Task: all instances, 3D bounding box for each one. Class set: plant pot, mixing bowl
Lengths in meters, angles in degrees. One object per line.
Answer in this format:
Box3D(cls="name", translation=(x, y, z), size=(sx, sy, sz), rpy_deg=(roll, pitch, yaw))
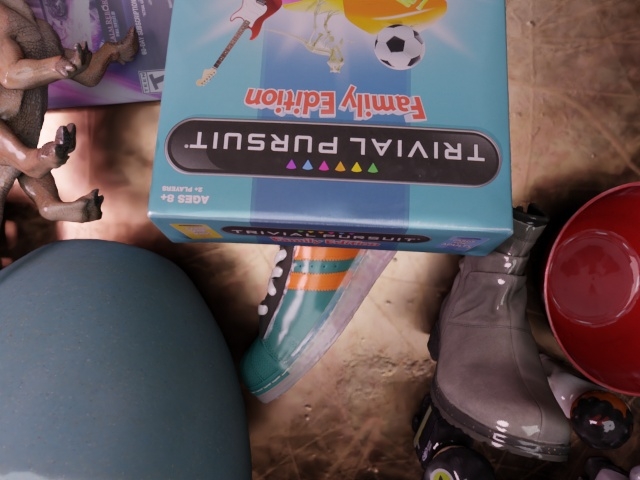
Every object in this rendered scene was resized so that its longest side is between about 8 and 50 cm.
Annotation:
Box3D(cls="plant pot", translation=(-0.194, 0.114, 0.480), size=(0.289, 0.290, 0.196), rpy_deg=(3, 62, 0))
Box3D(cls="mixing bowl", translation=(0.275, 0.039, 0.526), size=(0.181, 0.098, 0.182), rpy_deg=(0, 92, -1))

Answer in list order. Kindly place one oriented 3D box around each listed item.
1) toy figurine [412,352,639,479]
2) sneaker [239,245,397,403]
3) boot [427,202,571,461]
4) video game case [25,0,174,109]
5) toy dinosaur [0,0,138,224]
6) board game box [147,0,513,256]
Box3D(cls="toy figurine", translation=(0.203, 0.229, 0.529), size=(0.209, 0.148, 0.213), rpy_deg=(-22, 96, 3))
Box3D(cls="sneaker", translation=(0.000, 0.000, 0.529), size=(0.121, 0.108, 0.302), rpy_deg=(35, 88, -2))
Box3D(cls="boot", translation=(0.144, 0.049, 0.462), size=(0.083, 0.246, 0.161), rpy_deg=(13, 101, -1))
Box3D(cls="video game case", translation=(-0.259, -0.217, 0.513), size=(0.274, 0.026, 0.196), rpy_deg=(-5, 115, 0))
Box3D(cls="toy dinosaur", translation=(-0.271, -0.114, 0.445), size=(0.200, 0.127, 0.296), rpy_deg=(9, 85, -2))
Box3D(cls="board game box", translation=(0.014, -0.164, 0.461), size=(0.253, 0.079, 0.336), rpy_deg=(2, 76, 0))
